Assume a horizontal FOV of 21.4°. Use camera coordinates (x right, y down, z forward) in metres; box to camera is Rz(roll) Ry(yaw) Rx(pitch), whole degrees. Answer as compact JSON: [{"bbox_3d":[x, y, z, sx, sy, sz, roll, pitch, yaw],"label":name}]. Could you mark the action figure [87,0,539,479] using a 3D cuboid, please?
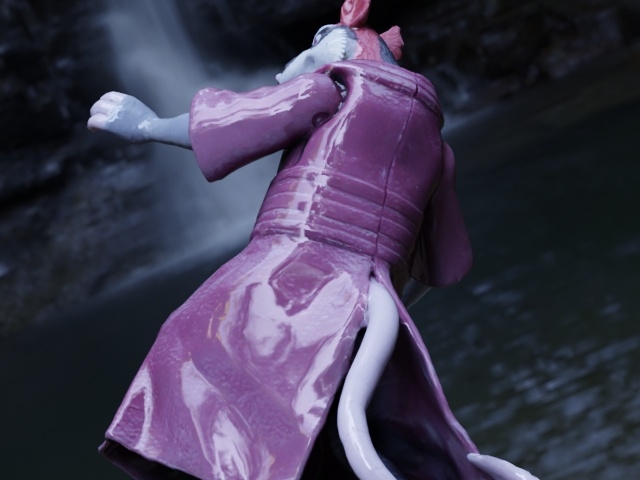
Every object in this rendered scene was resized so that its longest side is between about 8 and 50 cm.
[{"bbox_3d":[0.000,0.000,1.014,0.248,0.370,0.276,21,-20,-24],"label":"action figure"}]
